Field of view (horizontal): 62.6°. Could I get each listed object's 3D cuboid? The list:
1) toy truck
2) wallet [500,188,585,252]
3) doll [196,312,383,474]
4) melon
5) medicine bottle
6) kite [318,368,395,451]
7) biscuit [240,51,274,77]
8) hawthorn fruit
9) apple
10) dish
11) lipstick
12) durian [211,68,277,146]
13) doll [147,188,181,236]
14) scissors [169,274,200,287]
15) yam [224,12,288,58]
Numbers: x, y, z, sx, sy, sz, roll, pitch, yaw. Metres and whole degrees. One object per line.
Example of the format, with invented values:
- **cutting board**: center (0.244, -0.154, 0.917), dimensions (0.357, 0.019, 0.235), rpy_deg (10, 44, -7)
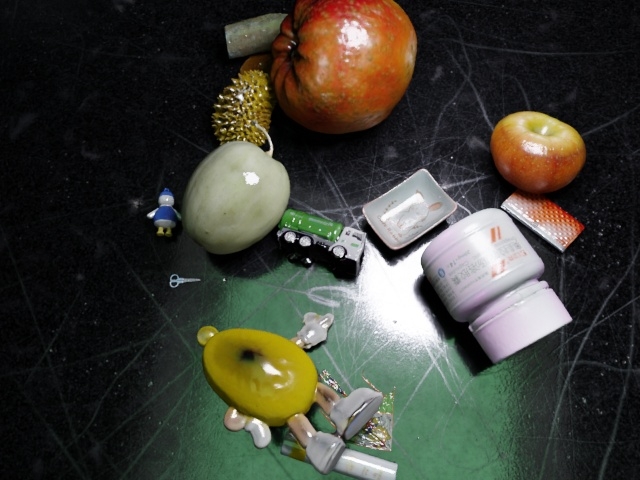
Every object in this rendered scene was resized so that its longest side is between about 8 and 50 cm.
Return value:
- **toy truck**: center (0.000, 0.000, 1.369), dimensions (0.242, 0.101, 0.125), rpy_deg (18, 60, 14)
- **wallet**: center (0.585, -0.064, 1.384), dimensions (0.103, 0.020, 0.196), rpy_deg (-41, 70, -16)
- **doll**: center (-0.070, 0.326, 1.209), dimensions (0.348, 0.161, 0.423), rpy_deg (-17, 52, -19)
- **melon**: center (-0.215, -0.110, 1.347), dimensions (0.308, 0.272, 0.272), rpy_deg (-35, 69, 14)
- **medicine bottle**: center (0.401, 0.106, 1.216), dimensions (0.241, 0.241, 0.302), rpy_deg (-28, 70, -6)
- **kite**: center (0.089, 0.398, 1.256), dimensions (0.198, 0.006, 0.244), rpy_deg (-39, 71, -10)
- **biscuit**: center (-0.123, -0.528, 1.609), dimensions (0.208, 0.041, 0.290), rpy_deg (27, 74, 15)
- **hawthorn fruit**: center (0.073, -0.475, 1.414), dimensions (0.402, 0.403, 0.403), rpy_deg (-2, 69, 4)
- **apple**: center (0.554, -0.224, 1.366), dimensions (0.210, 0.173, 0.235), rpy_deg (-19, 51, -19)
- **dish**: center (0.231, -0.071, 1.387), dimensions (0.212, 0.077, 0.151), rpy_deg (-33, 68, -8)
- **lipstick**: center (0.042, 0.497, 1.194), dimensions (0.263, 0.059, 0.059), rpy_deg (14, 71, 9)
- **durian**: center (-0.223, -0.369, 1.491), dimensions (0.183, 0.138, 0.250), rpy_deg (14, 93, -2)
- **doll**: center (-0.428, -0.081, 1.455), dimensions (0.098, 0.058, 0.143), rpy_deg (2, 67, -18)
- **scissors**: center (-0.362, 0.107, 1.404), dimensions (0.083, 0.006, 0.036), rpy_deg (-2, 71, 4)
- **yam**: center (-0.161, -0.616, 1.569), dimensions (0.259, 0.106, 0.106), rpy_deg (-12, 69, 0)
